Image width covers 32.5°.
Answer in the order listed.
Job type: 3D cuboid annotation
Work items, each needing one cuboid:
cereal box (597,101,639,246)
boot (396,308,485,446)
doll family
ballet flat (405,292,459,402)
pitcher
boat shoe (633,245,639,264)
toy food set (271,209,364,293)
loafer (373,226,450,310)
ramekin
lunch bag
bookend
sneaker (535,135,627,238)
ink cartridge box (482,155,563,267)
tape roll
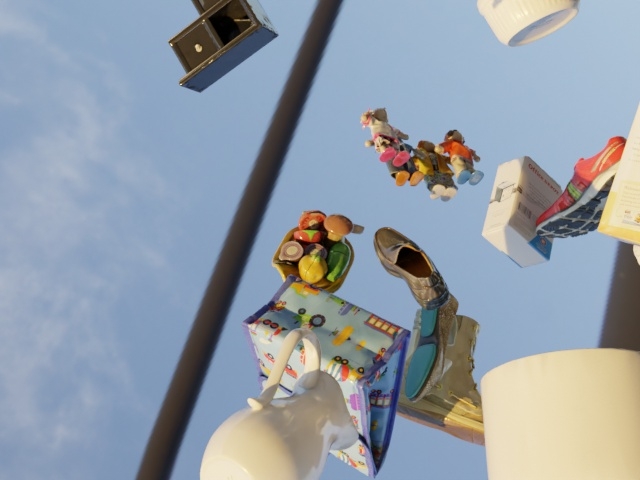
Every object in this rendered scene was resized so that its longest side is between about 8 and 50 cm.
[{"bbox_3d":[0.420,-0.098,1.195,0.173,0.240,0.047,20,-178,41],"label":"cereal box"},{"bbox_3d":[0.261,0.241,1.919,0.262,0.095,0.203,18,-114,8],"label":"boot"},{"bbox_3d":[0.170,-0.158,2.062,0.263,0.118,0.163,14,-143,-25],"label":"doll family"},{"bbox_3d":[0.195,0.178,1.835,0.067,0.073,0.206,26,-110,-28],"label":"ballet flat"},{"bbox_3d":[-0.049,0.212,1.263,0.207,0.125,0.177,-33,-65,-51],"label":"pitcher"},{"bbox_3d":[0.616,0.022,1.995,0.277,0.096,0.098,38,-121,-62],"label":"boat shoe"},{"bbox_3d":[0.000,0.000,1.862,0.128,0.071,0.218,20,-139,5],"label":"toy food set"},{"bbox_3d":[0.127,0.025,1.570,0.062,0.061,0.170,-32,-135,-12],"label":"loafer"},{"bbox_3d":[0.443,-0.492,2.302,0.207,0.207,0.109,-14,-102,-42],"label":"ramekin"},{"bbox_3d":[0.010,0.233,1.724,0.221,0.293,0.138,25,-132,26],"label":"lunch bag"},{"bbox_3d":[-0.172,-0.336,1.666,0.157,0.156,0.072,61,-163,12],"label":"bookend"},{"bbox_3d":[0.534,-0.104,2.200,0.107,0.279,0.118,14,-131,-31],"label":"sneaker"},{"bbox_3d":[0.431,-0.061,2.329,0.139,0.082,0.190,37,-127,-28],"label":"ink cartridge box"},{"bbox_3d":[0.334,0.255,1.419,0.246,0.246,0.169,11,-117,-26],"label":"tape roll"}]
